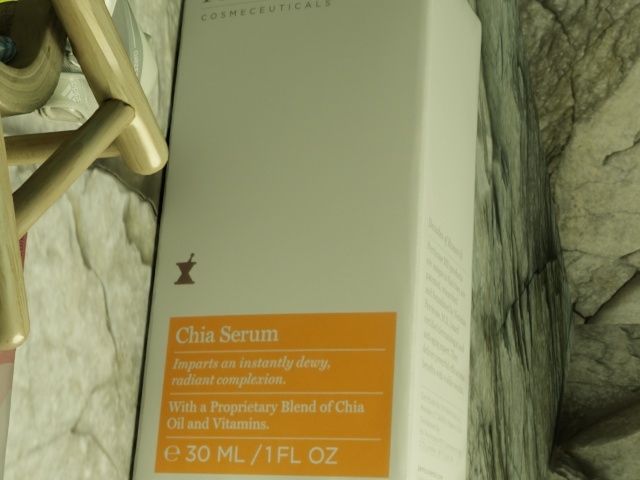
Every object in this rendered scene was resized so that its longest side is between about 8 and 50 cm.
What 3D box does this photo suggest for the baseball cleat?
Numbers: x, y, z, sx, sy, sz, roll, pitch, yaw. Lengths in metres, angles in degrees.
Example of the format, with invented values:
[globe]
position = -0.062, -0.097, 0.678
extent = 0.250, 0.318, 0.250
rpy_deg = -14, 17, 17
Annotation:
[baseball cleat]
position = -0.169, -0.149, 0.884
extent = 0.206, 0.072, 0.109
rpy_deg = 62, 39, -43

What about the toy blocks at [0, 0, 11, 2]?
[toy blocks]
position = -0.155, -0.201, 0.808
extent = 0.054, 0.148, 0.123
rpy_deg = -128, -156, -65

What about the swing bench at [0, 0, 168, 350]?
[swing bench]
position = -0.220, -0.100, 0.461
extent = 0.165, 0.253, 0.254
rpy_deg = -66, 148, -60

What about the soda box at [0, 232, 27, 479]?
[soda box]
position = -0.221, 0.112, 0.679
extent = 0.083, 0.092, 0.263
rpy_deg = 35, 55, -66

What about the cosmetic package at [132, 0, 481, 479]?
[cosmetic package]
position = 0.000, 0.000, 1.095
extent = 0.161, 0.230, 0.453
rpy_deg = 40, 50, -62
